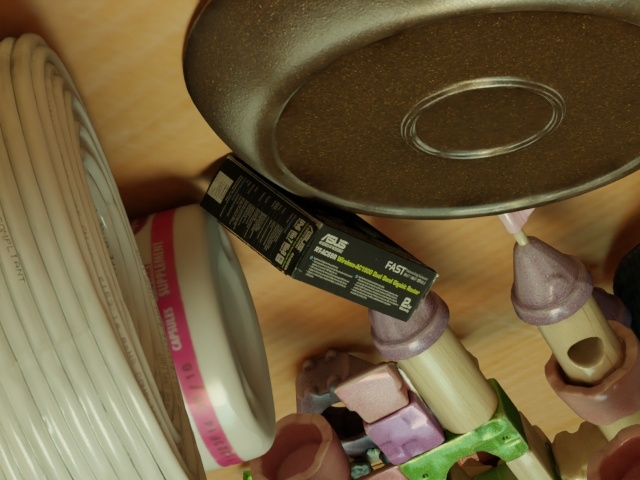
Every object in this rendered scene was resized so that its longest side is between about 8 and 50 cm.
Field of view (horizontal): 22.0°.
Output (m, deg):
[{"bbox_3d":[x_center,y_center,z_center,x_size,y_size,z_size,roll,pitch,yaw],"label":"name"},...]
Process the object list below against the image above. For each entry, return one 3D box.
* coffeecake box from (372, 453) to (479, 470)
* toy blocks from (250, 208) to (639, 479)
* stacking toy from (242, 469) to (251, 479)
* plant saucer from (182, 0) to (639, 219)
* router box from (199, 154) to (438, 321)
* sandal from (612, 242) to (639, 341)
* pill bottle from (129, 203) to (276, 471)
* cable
[{"bbox_3d":[0.151,0.249,1.593,0.142,0.068,0.185,-20,153,17],"label":"coffeecake box"},{"bbox_3d":[0.080,0.106,1.119,0.289,0.309,0.260,-28,124,15],"label":"toy blocks"},{"bbox_3d":[-0.145,0.257,1.500,0.167,0.052,0.221,-8,152,-14],"label":"stacking toy"},{"bbox_3d":[0.084,-0.081,0.873,0.311,0.050,0.310,-5,156,-2],"label":"plant saucer"},{"bbox_3d":[0.000,0.000,0.984,0.122,0.092,0.038,22,101,-49],"label":"router box"},{"bbox_3d":[0.303,0.010,1.090,0.107,0.167,0.445,-30,158,-15],"label":"sandal"},{"bbox_3d":[-0.182,0.088,1.005,0.283,0.160,0.160,-16,154,5],"label":"pill bottle"},{"bbox_3d":[-0.131,0.025,0.793,0.089,0.257,0.257,-18,112,-1],"label":"cable"}]
